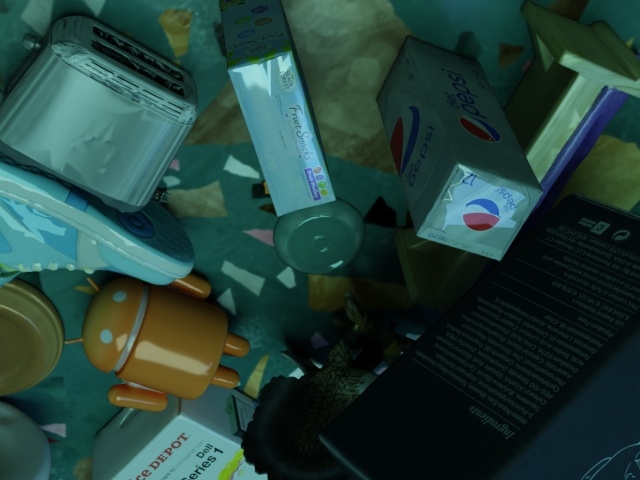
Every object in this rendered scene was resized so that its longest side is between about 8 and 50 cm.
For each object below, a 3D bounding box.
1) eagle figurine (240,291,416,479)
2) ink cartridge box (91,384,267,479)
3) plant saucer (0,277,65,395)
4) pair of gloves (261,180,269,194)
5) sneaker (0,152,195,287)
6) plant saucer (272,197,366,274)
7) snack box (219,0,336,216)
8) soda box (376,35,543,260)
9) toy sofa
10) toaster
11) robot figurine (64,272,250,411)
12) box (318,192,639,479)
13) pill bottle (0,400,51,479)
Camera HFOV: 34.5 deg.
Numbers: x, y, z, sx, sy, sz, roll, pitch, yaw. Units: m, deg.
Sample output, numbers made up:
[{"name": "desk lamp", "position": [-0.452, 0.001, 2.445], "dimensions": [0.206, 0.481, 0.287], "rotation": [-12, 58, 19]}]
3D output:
[{"name": "eagle figurine", "position": [0.034, 0.221, 1.263], "dimensions": [0.226, 0.298, 0.225], "rotation": [11, 149, 8]}, {"name": "ink cartridge box", "position": [-0.151, 0.319, 1.436], "dimensions": [0.278, 0.117, 0.201], "rotation": [34, 113, -27]}, {"name": "plant saucer", "position": [-0.430, 0.129, 1.316], "dimensions": [0.199, 0.037, 0.200], "rotation": [-4, 124, -6]}, {"name": "pair of gloves", "position": [-0.037, -0.089, 1.238], "dimensions": [0.074, 0.010, 0.083], "rotation": [-9, 126, -2]}, {"name": "sneaker", "position": [-0.322, 0.007, 1.198], "dimensions": [0.319, 0.127, 0.208], "rotation": [30, 114, -14]}, {"name": "plant saucer", "position": [0.000, 0.000, 1.298], "dimensions": [0.119, 0.021, 0.119], "rotation": [-3, 125, -5]}, {"name": "snack box", "position": [-0.048, -0.154, 1.072], "dimensions": [0.070, 0.207, 0.175], "rotation": [-15, 126, 3]}, {"name": "soda box", "position": [0.136, -0.105, 1.083], "dimensions": [0.098, 0.286, 0.091], "rotation": [16, 122, -18]}, {"name": "toy sofa", "position": [0.246, -0.074, 1.204], "dimensions": [0.177, 0.150, 0.363], "rotation": [19, 120, -18]}, {"name": "toaster", "position": [-0.230, -0.134, 1.109], "dimensions": [0.227, 0.129, 0.146], "rotation": [28, 114, -23]}, {"name": "robot figurine", "position": [-0.202, 0.124, 1.286], "dimensions": [0.219, 0.128, 0.158], "rotation": [22, 118, -17]}, {"name": "box", "position": [0.252, 0.202, 1.086], "dimensions": [0.395, 0.212, 0.294], "rotation": [-42, 124, -14]}, {"name": "pill bottle", "position": [-0.497, 0.422, 1.394], "dimensions": [0.224, 0.224, 0.392], "rotation": [9, 122, -14]}]
